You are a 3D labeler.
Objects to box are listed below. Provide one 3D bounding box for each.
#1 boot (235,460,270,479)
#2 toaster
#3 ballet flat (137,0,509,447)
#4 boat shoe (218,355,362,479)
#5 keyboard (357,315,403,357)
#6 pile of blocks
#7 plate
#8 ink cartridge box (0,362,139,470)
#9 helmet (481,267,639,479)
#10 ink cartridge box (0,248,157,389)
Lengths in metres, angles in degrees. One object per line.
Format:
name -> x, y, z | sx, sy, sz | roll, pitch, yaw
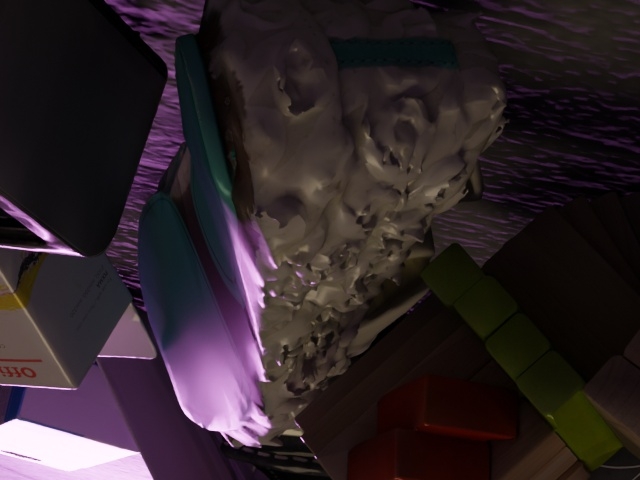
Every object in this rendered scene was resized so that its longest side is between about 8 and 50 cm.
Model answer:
boot -> 0.062, 0.243, 1.592 | 0.338, 0.118, 0.223 | 45, -152, 8
toaster -> -0.173, -0.070, 0.786 | 0.168, 0.110, 0.185 | 4, 162, 22
ballet flat -> 0.000, 0.000, 0.877 | 0.147, 0.147, 0.409 | 14, 164, -4
boat shoe -> 0.069, 0.173, 1.276 | 0.187, 0.156, 0.500 | 9, 168, 26
keyboard -> 0.006, 0.041, 1.177 | 0.108, 0.023, 0.180 | 11, 165, 25
pile of blocks -> 0.148, 0.022, 0.772 | 0.362, 0.149, 0.112 | -20, 154, 12
plate -> -0.076, 0.161, 1.319 | 0.045, 0.277, 0.278 | -28, 161, -4
ink cartridge box -> -0.212, 0.137, 1.577 | 0.104, 0.060, 0.180 | 18, 162, -21
helmet -> 0.144, 0.072, 0.912 | 0.169, 0.169, 0.161 | 21, -178, -27
ink cartridge box -> -0.176, 0.011, 1.001 | 0.115, 0.067, 0.198 | 1, 136, 33
